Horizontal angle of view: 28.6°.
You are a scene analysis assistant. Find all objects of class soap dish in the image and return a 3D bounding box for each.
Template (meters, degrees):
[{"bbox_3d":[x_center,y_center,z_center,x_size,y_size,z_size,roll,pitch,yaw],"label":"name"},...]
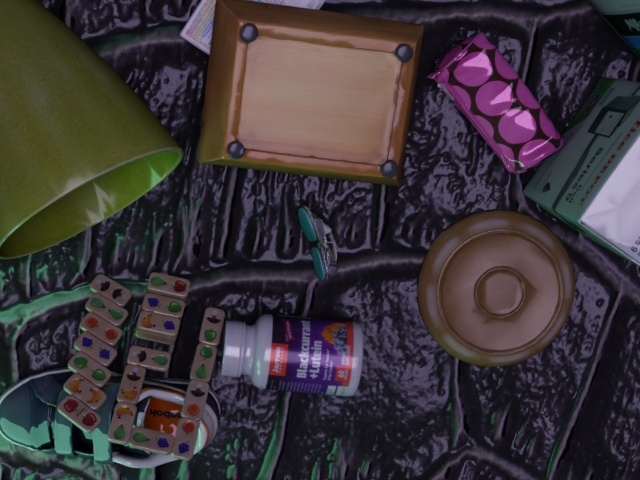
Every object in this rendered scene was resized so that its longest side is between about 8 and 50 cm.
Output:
[{"bbox_3d":[-0.009,-0.196,1.706,0.291,0.118,0.228,6,103,-11],"label":"soap dish"}]

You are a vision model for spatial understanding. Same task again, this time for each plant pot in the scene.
[{"bbox_3d":[-0.370,-0.171,1.641,0.275,0.275,0.293,-31,85,1],"label":"plant pot"},{"bbox_3d":[0.259,0.074,1.830,0.236,0.032,0.236,-1,100,-5],"label":"plant pot"}]

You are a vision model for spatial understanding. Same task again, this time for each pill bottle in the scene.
[{"bbox_3d":[-0.042,0.160,1.779,0.194,0.108,0.108,5,99,-6],"label":"pill bottle"}]

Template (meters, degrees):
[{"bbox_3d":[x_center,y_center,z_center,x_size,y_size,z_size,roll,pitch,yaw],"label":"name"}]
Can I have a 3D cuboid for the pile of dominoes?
[{"bbox_3d":[-0.243,0.160,1.719,0.196,0.040,0.251,13,57,-5],"label":"pile of dominoes"}]

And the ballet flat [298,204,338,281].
[{"bbox_3d":[0.000,0.000,1.797,0.041,0.041,0.114,-17,101,-2],"label":"ballet flat"}]

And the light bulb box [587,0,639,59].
[{"bbox_3d":[0.516,-0.438,1.670,0.358,0.225,0.361,-44,101,2],"label":"light bulb box"}]

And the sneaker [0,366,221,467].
[{"bbox_3d":[-0.302,0.248,1.765,0.321,0.127,0.126,-2,101,-3],"label":"sneaker"}]

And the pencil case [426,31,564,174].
[{"bbox_3d":[0.246,-0.186,1.757,0.098,0.095,0.209,-45,102,-16],"label":"pencil case"}]

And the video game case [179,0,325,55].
[{"bbox_3d":[-0.094,-0.311,1.743,0.143,0.019,0.157,33,96,-9],"label":"video game case"}]

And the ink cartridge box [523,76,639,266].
[{"bbox_3d":[0.409,-0.099,1.683,0.121,0.289,0.211,33,95,-10],"label":"ink cartridge box"}]
